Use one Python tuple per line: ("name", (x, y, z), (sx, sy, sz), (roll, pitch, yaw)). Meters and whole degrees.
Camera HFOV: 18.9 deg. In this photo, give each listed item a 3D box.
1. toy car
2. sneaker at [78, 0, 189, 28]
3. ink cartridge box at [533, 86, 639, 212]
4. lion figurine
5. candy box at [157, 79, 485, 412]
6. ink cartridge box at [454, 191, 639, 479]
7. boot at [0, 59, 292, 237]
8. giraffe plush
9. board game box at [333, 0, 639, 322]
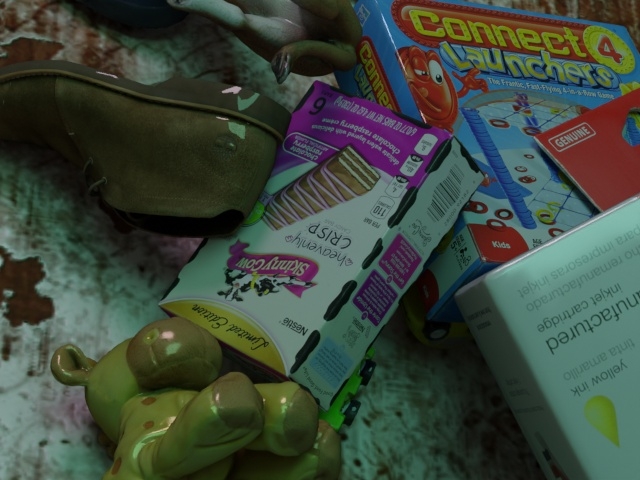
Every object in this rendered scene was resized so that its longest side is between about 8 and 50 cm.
("toy car", (0.024, 0.078, 1.604), (0.239, 0.053, 0.225), (25, 51, 3))
("sneaker", (-0.232, -0.331, 1.787), (0.319, 0.131, 0.112), (43, 49, 15))
("ink cartridge box", (0.363, -0.049, 1.689), (0.296, 0.066, 0.261), (-26, 71, -47))
("lion figurine", (-0.058, -0.240, 1.680), (0.240, 0.142, 0.392), (33, 26, -55))
("candy box", (0.000, 0.000, 1.537), (0.159, 0.071, 0.233), (25, 76, 39))
("ink cartridge box", (0.317, 0.140, 1.446), (0.279, 0.160, 0.384), (-27, 86, -7))
("boot", (-0.177, -0.075, 1.582), (0.305, 0.112, 0.115), (9, 76, 30))
("giraffe plush", (-0.112, 0.137, 1.471), (0.210, 0.181, 0.170), (-30, 50, 4))
("board game box", (0.191, -0.069, 1.700), (0.308, 0.086, 0.302), (3, 52, -34))
